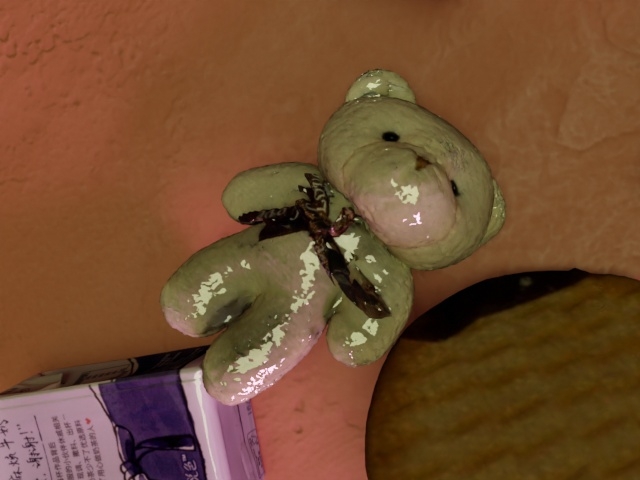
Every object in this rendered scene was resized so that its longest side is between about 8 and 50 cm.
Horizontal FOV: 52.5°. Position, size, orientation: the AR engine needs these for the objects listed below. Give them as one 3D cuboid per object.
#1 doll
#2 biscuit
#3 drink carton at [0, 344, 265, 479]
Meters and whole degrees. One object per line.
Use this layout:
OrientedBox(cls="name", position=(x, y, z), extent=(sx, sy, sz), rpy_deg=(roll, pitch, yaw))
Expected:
OrientedBox(cls="doll", position=(0.003, 0.003, 0.489), extent=(0.278, 0.149, 0.175), rpy_deg=(-41, 94, 1))
OrientedBox(cls="biscuit", position=(0.187, 0.142, 0.426), extent=(0.318, 0.318, 0.040), rpy_deg=(6, 136, 11))
OrientedBox(cls="drink carton", position=(-0.176, 0.179, 0.578), extent=(0.222, 0.102, 0.134), rpy_deg=(-11, 94, 12))
